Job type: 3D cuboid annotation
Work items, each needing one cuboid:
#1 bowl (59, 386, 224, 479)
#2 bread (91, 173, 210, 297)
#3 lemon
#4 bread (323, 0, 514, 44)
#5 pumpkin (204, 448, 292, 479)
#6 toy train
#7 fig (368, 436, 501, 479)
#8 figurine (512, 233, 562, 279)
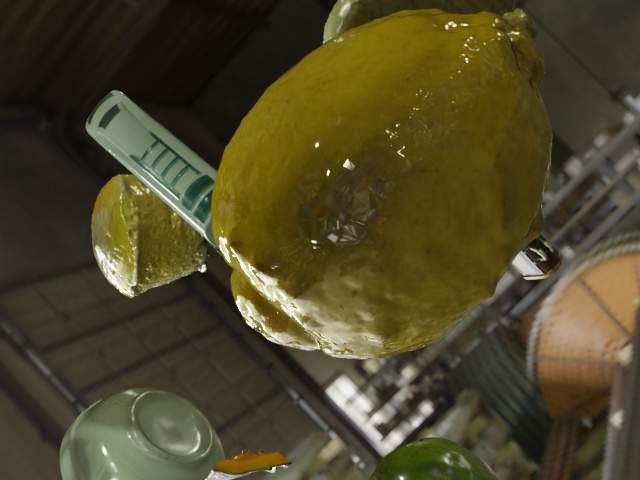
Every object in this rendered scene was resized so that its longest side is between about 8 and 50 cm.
[{"bbox_3d":[-0.299,0.383,2.283,0.163,0.307,0.307,-54,-10,30],"label":"bowl"},{"bbox_3d":[-0.263,-0.013,1.944,0.171,0.197,0.197,-11,-23,-27],"label":"bread"},{"bbox_3d":[0.057,-0.050,1.109,0.316,0.285,0.285,-49,-3,-29],"label":"lemon"},{"bbox_3d":[0.118,-0.202,1.277,0.207,0.056,0.286,-52,-38,-1],"label":"bread"},{"bbox_3d":[-0.092,0.273,1.562,0.101,0.035,0.073,-6,-12,-15],"label":"pumpkin"},{"bbox_3d":[-0.236,-0.119,1.810,0.086,0.407,0.088,-52,-40,1],"label":"toy train"},{"bbox_3d":[0.181,0.349,1.730,0.167,0.234,0.167,2,-90,-79],"label":"fig"},{"bbox_3d":[0.386,0.006,2.370,0.082,0.154,0.098,-50,27,-8],"label":"figurine"}]
